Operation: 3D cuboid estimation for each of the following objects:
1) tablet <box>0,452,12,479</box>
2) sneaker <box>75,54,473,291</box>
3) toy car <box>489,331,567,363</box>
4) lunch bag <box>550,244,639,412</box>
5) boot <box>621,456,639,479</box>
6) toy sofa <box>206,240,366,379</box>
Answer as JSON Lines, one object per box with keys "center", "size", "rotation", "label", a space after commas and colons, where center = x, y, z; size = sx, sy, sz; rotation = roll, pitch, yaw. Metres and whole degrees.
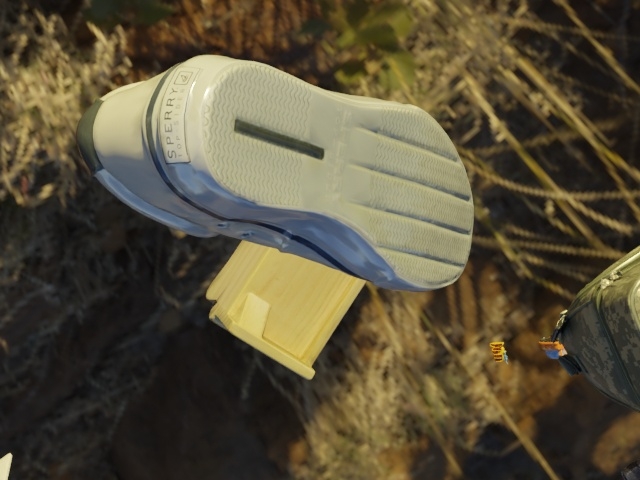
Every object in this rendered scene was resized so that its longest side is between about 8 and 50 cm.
{"center": [-0.280, 0.206, 1.112], "size": [0.083, 0.054, 0.006], "rotation": [-34, 117, 15], "label": "tablet"}
{"center": [-0.012, -0.035, 0.695], "size": [0.258, 0.091, 0.094], "rotation": [24, 73, -52], "label": "sneaker"}
{"center": [0.328, 0.168, 2.153], "size": [0.122, 0.040, 0.060], "rotation": [-7, -174, 23], "label": "toy car"}
{"center": [0.477, 0.089, 1.805], "size": [0.305, 0.256, 0.212], "rotation": [-30, 93, -14], "label": "lunch bag"}
{"center": [0.442, 0.294, 1.860], "size": [0.087, 0.042, 0.118], "rotation": [-22, 98, -4], "label": "boot"}
{"center": [0.000, 0.000, 1.990], "size": [0.150, 0.177, 0.362], "rotation": [33, 90, -21], "label": "toy sofa"}
